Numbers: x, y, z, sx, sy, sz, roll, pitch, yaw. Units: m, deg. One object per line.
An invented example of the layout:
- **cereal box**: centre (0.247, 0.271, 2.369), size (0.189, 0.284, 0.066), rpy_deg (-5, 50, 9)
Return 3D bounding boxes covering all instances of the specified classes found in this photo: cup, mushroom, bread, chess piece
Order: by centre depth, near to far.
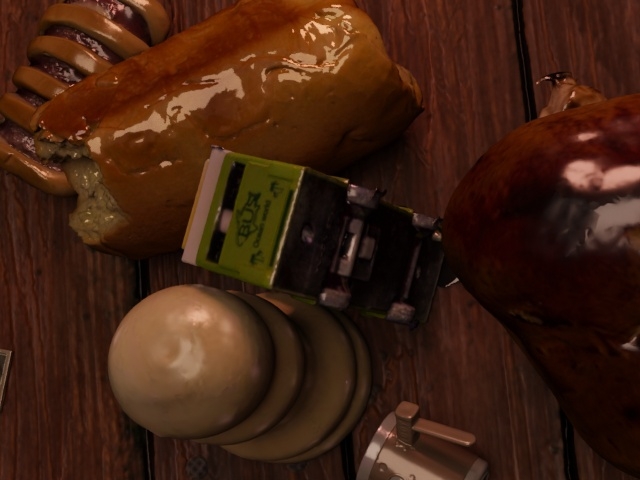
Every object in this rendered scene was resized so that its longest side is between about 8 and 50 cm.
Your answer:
- **mushroom**: centre (0.280, 0.011, 0.910), size (0.345, 0.259, 0.345), rpy_deg (8, 116, 17)
- **chess piece**: centre (-0.074, 0.104, 0.949), size (0.167, 0.300, 0.167), rpy_deg (-4, 78, 17)
- **cup**: centre (0.096, 0.191, 0.996), size (0.099, 0.074, 0.102), rpy_deg (25, 109, 17)
- **bread**: centre (-0.084, -0.100, 1.046), size (0.344, 0.195, 0.148), rpy_deg (-26, 54, 11)
- **bread**: centre (-0.254, -0.160, 1.163), size (0.134, 0.081, 0.225), rpy_deg (24, 89, 20)

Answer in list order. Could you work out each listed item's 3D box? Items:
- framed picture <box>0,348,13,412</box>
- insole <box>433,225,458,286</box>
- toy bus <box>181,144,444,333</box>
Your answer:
- **framed picture**: centre (-0.363, 0.139, 1.184), size (0.089, 0.007, 0.066), rpy_deg (9, 83, 18)
- **insole**: centre (0.145, -0.022, 1.060), size (0.053, 0.002, 0.152), rpy_deg (31, 91, 19)
- **toy bus**: centre (0.000, 0.000, 0.946), size (0.139, 0.302, 0.113), rpy_deg (14, 88, 26)
